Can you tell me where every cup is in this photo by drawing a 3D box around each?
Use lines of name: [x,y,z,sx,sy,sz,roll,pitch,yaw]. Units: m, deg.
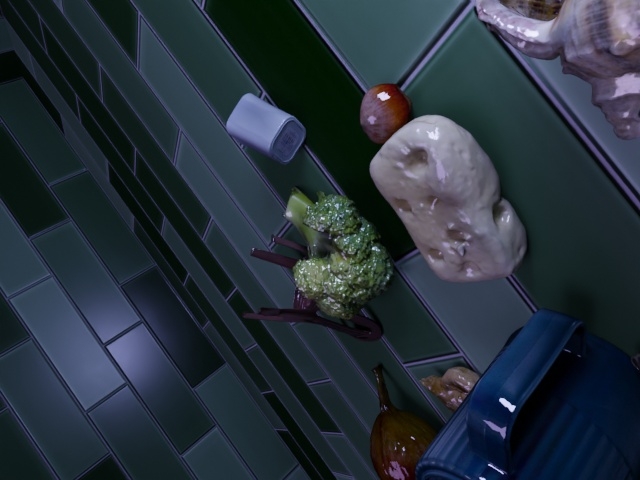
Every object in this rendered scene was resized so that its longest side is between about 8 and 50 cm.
cup: [-0.103,-0.217,0.904,0.129,0.095,0.128,34,180,29]
cup: [0.310,0.284,0.614,0.242,0.292,0.308,41,148,24]

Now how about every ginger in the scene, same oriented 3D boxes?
ginger: [0.311,0.337,0.899,0.214,0.059,0.133,45,140,15]

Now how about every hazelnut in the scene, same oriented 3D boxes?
hazelnut: [0.096,-0.189,0.665,0.086,0.086,0.086,35,144,30]

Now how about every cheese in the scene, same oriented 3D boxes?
cheese: [0.182,-0.052,0.649,0.159,0.093,0.263,-13,115,53]

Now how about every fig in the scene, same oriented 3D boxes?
fig: [0.189,0.482,1.126,0.290,0.190,0.191,56,154,33]

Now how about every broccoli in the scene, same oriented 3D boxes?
broccoli: [0.004,0.017,0.888,0.302,0.186,0.254,47,159,2]

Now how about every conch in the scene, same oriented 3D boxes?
conch: [0.253,-0.223,0.345,0.210,0.158,0.292,15,94,59]

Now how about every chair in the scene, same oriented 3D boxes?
chair: [-0.007,0.128,1.085,0.326,0.183,0.175,16,160,-24]

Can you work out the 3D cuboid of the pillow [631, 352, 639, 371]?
pillow: [0.494,0.215,0.523,0.241,0.051,0.093,27,135,37]
